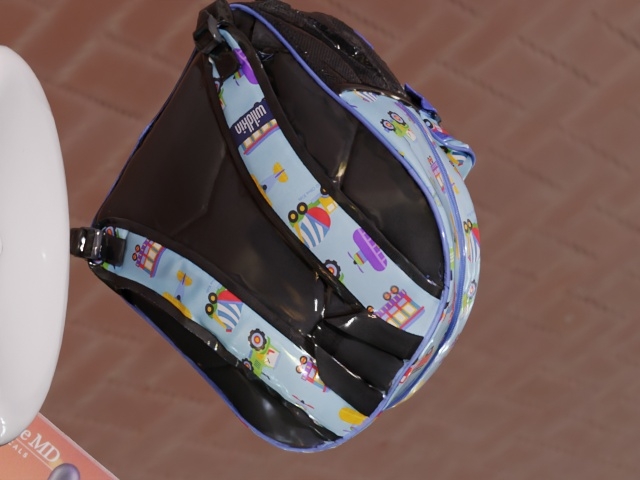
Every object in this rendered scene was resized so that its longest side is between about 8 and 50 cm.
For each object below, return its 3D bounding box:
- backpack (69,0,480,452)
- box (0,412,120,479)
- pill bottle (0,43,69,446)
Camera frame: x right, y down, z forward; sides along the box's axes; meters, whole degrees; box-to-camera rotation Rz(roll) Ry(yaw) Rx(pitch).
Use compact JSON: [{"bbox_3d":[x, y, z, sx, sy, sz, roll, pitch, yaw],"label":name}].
[{"bbox_3d":[0.000,0.000,0.806,0.117,0.173,0.158,1,127,-53],"label":"backpack"},{"bbox_3d":[-0.176,0.171,0.902,0.170,0.130,0.091,-48,166,-20],"label":"box"},{"bbox_3d":[-0.215,0.002,0.600,0.246,0.130,0.130,0,148,8],"label":"pill bottle"}]
